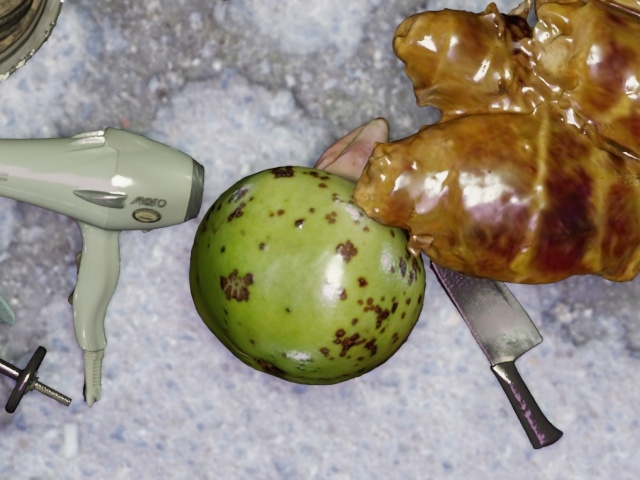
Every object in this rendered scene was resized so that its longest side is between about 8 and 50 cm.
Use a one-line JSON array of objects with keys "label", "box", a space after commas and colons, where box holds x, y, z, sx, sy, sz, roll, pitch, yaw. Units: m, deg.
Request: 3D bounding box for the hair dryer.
[{"label": "hair dryer", "box": [-0.250, 0.005, 1.651, 0.229, 0.092, 0.267, 24, 109, -15]}]

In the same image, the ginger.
[{"label": "ginger", "box": [0.195, -0.095, 1.518, 0.357, 0.152, 0.274, -33, 114, -4]}]

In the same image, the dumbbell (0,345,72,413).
[{"label": "dumbbell", "box": [-0.292, 0.113, 1.696, 0.147, 0.069, 0.069, 29, 104, -4]}]

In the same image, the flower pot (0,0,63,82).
[{"label": "flower pot", "box": [-0.312, -0.244, 1.568, 0.236, 0.140, 0.235, 1, 106, 5]}]

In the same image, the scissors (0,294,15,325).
[{"label": "scissors", "box": [-0.395, -0.073, 1.571, 0.193, 0.029, 0.447, -22, 126, 23]}]

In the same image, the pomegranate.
[{"label": "pomegranate", "box": [0.000, 0.000, 1.601, 0.214, 0.214, 0.247, 25, 69, -3]}]

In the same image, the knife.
[{"label": "knife", "box": [0.164, 0.082, 1.689, 0.060, 0.028, 0.230, -31, 98, -2]}]
